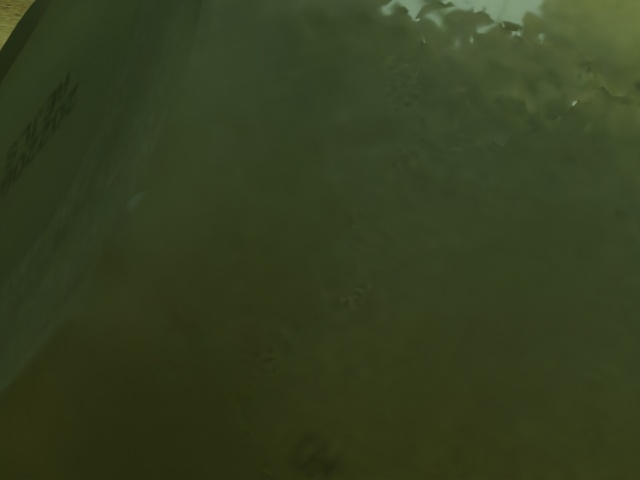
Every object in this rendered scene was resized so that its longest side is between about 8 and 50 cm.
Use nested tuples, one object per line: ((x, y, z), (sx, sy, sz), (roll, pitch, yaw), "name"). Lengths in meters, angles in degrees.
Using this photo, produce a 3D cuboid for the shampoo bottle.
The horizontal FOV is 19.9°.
((0.040, 0.016, 0.600), (0.317, 0.322, 0.322), (28, 10, -16), "shampoo bottle")
